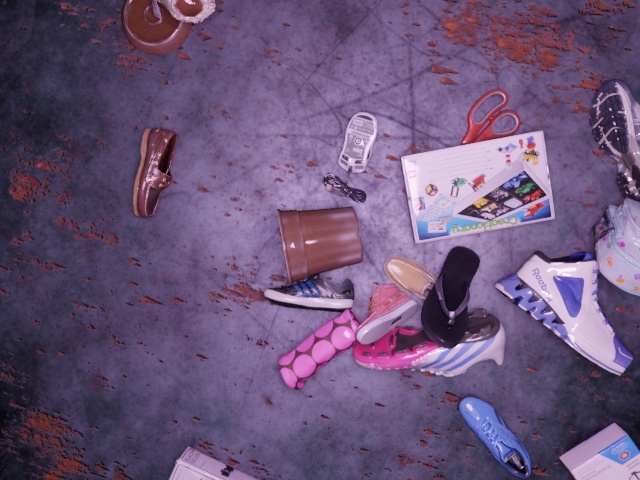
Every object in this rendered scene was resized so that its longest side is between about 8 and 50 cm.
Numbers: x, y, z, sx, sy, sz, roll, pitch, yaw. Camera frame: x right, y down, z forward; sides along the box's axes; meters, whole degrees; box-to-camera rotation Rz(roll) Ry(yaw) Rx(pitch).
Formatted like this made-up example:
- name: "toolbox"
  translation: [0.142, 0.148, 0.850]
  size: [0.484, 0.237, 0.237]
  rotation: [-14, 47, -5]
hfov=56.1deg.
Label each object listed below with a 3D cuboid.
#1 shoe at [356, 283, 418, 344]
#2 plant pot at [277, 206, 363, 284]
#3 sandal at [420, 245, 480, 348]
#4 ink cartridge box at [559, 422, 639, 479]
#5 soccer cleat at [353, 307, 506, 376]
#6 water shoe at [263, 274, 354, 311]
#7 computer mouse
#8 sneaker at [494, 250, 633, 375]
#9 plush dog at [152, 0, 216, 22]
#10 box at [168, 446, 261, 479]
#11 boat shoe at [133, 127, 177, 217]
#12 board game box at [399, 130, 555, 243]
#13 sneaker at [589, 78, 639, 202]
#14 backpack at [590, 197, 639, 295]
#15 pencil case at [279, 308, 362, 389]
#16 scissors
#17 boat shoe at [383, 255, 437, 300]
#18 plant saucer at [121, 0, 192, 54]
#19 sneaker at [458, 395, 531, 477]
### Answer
- name: "shoe"
  translation: [0.125, 0.155, 1.297]
  size: [0.081, 0.178, 0.064]
  rotation: [41, 139, 30]
- name: "plant pot"
  translation: [0.000, 0.000, 1.302]
  size: [0.165, 0.167, 0.167]
  rotation: [-10, 92, -4]
- name: "sandal"
  translation: [0.274, 0.106, 1.258]
  size: [0.097, 0.054, 0.255]
  rotation: [18, 54, 5]
- name: "ink cartridge box"
  translation: [0.650, 0.530, 1.305]
  size: [0.148, 0.086, 0.203]
  rotation: [-36, 89, 5]
- name: "soccer cleat"
  translation: [0.240, 0.252, 1.312]
  size: [0.331, 0.116, 0.143]
  rotation: [-13, 121, 15]
- name: "water shoe"
  translation: [-0.025, 0.113, 1.354]
  size: [0.203, 0.073, 0.080]
  rotation: [7, 74, -2]
- name: "computer mouse"
  translation: [0.079, -0.189, 1.341]
  size: [0.106, 0.042, 0.193]
  rotation: [20, 99, 8]
- name: "sneaker"
  translation: [0.552, 0.128, 1.275]
  size: [0.315, 0.127, 0.182]
  rotation: [38, 97, 3]
- name: "plush dog"
  translation: [-0.273, -0.611, 1.292]
  size: [0.225, 0.210, 0.263]
  rotation: [-28, 111, -22]
- name: "box"
  translation: [-0.217, 0.615, 1.371]
  size: [0.289, 0.087, 0.169]
  rotation: [23, 94, 2]
- name: "boat shoe"
  translation: [-0.372, -0.151, 1.357]
  size: [0.073, 0.073, 0.207]
  rotation: [9, 93, 6]
- name: "board game box"
  translation: [0.339, -0.115, 1.307]
  size: [0.305, 0.053, 0.193]
  rotation: [-10, 97, 3]
- name: "sneaker"
  translation: [0.676, -0.213, 1.279]
  size: [0.122, 0.110, 0.283]
  rotation: [-22, 93, -13]
- name: "backpack"
  translation: [0.650, 0.018, 1.215]
  size: [0.165, 0.144, 0.188]
  rotation: [22, 49, 2]
- name: "pencil case"
  translation: [0.008, 0.241, 1.328]
  size: [0.209, 0.098, 0.095]
  rotation: [-36, 45, 12]
- name: "scissors"
  translation: [0.314, -0.207, 1.334]
  size: [0.297, 0.021, 0.109]
  rotation: [-42, 94, 6]
- name: "boat shoe"
  translation: [0.225, 0.096, 1.324]
  size: [0.190, 0.072, 0.068]
  rotation: [31, 94, 2]
- name: "plant saucer"
  translation: [-0.377, -0.511, 1.366]
  size: [0.168, 0.029, 0.169]
  rotation: [0, 92, 5]
- name: "sneaker"
  translation: [0.389, 0.432, 1.323]
  size: [0.069, 0.082, 0.209]
  rotation: [-41, 88, 7]
